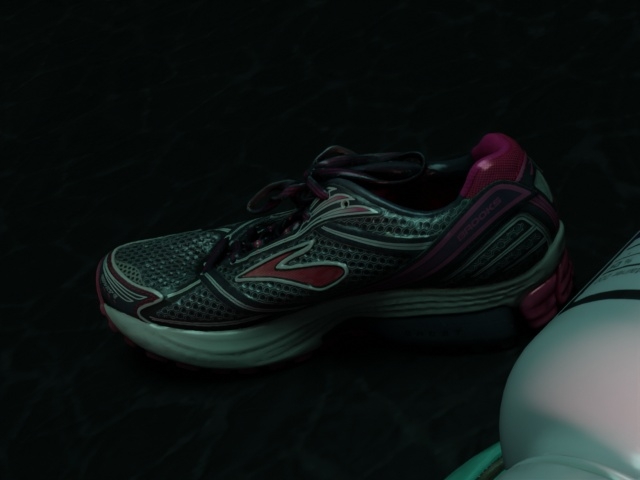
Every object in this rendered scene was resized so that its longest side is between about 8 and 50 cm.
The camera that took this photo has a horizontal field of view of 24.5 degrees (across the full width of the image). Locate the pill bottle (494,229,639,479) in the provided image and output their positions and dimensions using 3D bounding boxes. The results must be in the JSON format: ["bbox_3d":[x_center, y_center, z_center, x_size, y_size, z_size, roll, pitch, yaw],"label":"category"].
[{"bbox_3d":[0.202,0.058,0.631,0.181,0.181,0.323,15,45,43],"label":"pill bottle"}]

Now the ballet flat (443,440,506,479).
[{"bbox_3d":[0.039,0.172,0.639,0.087,0.083,0.247,-11,29,34],"label":"ballet flat"}]

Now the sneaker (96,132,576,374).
[{"bbox_3d":[0.000,0.000,0.902,0.299,0.112,0.121,-8,32,18],"label":"sneaker"}]
